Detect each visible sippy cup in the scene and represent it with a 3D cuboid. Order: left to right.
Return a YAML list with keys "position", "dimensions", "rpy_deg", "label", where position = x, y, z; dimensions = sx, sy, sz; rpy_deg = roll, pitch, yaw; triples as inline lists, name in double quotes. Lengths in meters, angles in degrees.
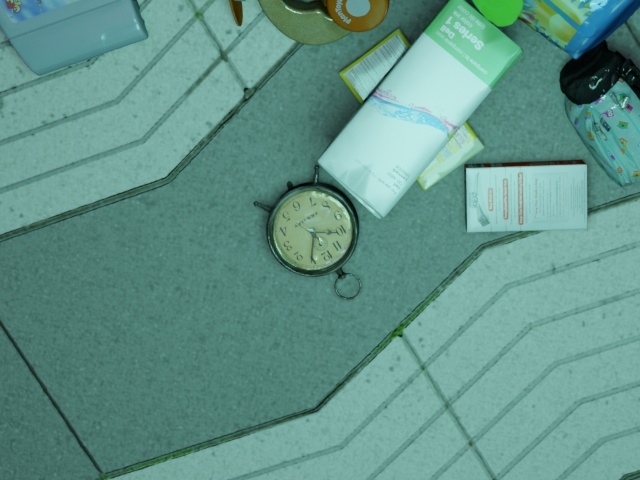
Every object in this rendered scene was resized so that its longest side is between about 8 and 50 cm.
- position: [0.307, -0.362, 1.689]
  dimensions: [0.305, 0.240, 0.224]
  rpy_deg: [-42, 81, -5]
  label: "sippy cup"

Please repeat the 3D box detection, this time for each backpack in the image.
- position: [0.402, -0.166, 1.802]
  dimensions: [0.115, 0.152, 0.182]
  rpy_deg: [-33, 108, 14]
  label: "backpack"

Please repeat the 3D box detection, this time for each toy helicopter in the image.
- position: [-0.066, -0.409, 1.751]
  dimensions: [0.235, 0.140, 0.355]
  rpy_deg: [-19, 122, 22]
  label: "toy helicopter"

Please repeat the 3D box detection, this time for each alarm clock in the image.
- position: [0.000, 0.000, 1.890]
  dimensions: [0.129, 0.064, 0.192]
  rpy_deg: [-30, 94, 8]
  label: "alarm clock"

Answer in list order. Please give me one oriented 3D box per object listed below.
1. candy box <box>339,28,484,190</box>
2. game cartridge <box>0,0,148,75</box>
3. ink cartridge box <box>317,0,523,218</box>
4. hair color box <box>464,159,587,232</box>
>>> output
- position: [0.128, -0.182, 1.868]
  dimensions: [0.105, 0.027, 0.206]
  rpy_deg: [-36, 95, 6]
  label: "candy box"
- position: [-0.380, -0.392, 1.861]
  dimensions: [0.198, 0.062, 0.297]
  rpy_deg: [-19, 97, 3]
  label: "game cartridge"
- position: [0.129, -0.180, 1.751]
  dimensions: [0.117, 0.201, 0.278]
  rpy_deg: [40, 100, -2]
  label: "ink cartridge box"
- position: [0.286, -0.062, 1.863]
  dimensions: [0.167, 0.053, 0.093]
  rpy_deg: [-1, 100, 3]
  label: "hair color box"
